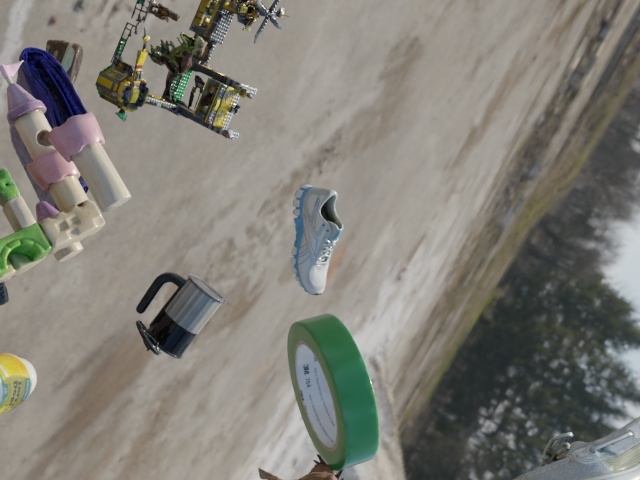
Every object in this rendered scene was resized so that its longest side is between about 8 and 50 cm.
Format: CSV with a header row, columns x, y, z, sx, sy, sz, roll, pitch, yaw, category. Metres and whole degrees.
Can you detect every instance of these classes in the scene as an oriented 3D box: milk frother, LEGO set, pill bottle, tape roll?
x,y,z,sx,sy,sz,roll,pitch,yaw,category
-0.253,0.134,1.614,0.134,0.129,0.143,-53,-156,4,milk frother
-0.200,-0.318,1.530,0.255,0.192,0.331,25,94,-58,LEGO set
-0.627,0.277,1.750,0.117,0.118,0.208,-60,175,0,pill bottle
0.022,0.316,1.918,0.077,0.321,0.321,-15,149,-18,tape roll

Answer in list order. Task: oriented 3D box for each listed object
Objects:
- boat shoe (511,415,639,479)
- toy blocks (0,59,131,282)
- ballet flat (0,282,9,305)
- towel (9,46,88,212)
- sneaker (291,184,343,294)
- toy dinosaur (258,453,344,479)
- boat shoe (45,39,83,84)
x,y,z,sx,sy,sz,roll,pitch,yaw,category
0.338,0.267,1.092,0.321,0.103,0.118,-12,141,-25,boat shoe
-0.461,-0.074,1.200,0.289,0.260,0.309,-30,179,-33,toy blocks
-0.775,0.085,2.156,0.049,0.057,0.173,-18,125,-25,ballet flat
-0.458,-0.173,1.582,0.076,0.227,0.308,-23,173,-28,towel
0.000,0.000,1.552,0.071,0.083,0.190,-8,98,-51,sneaker
-0.008,0.548,2.012,0.200,0.127,0.296,-12,179,-20,toy dinosaur
-0.625,-0.336,2.087,0.095,0.095,0.257,139,-33,-81,boat shoe
